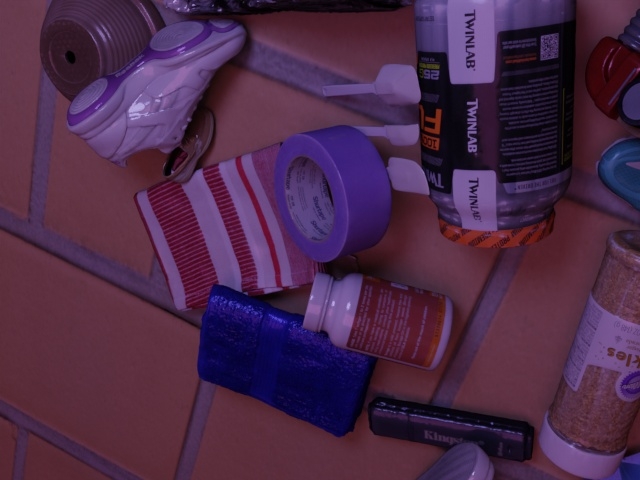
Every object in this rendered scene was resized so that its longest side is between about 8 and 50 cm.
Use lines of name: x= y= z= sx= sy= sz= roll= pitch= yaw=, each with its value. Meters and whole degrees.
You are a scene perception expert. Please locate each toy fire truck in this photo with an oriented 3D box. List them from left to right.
toy fire truck: x=0.383 y=-0.266 z=0.817 sx=0.217 sy=0.158 sz=0.246 roll=-59 pitch=40 yaw=30

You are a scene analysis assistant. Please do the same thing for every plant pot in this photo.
plant pot: x=-0.368 y=-0.302 z=1.110 sx=0.237 sy=0.110 sz=0.238 roll=8 pitch=114 yaw=18

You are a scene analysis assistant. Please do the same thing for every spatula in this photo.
spatula: x=0.073 y=-0.157 z=0.962 sx=0.242 sy=0.019 sz=0.168 roll=21 pitch=127 yaw=61

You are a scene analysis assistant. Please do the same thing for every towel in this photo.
towel: x=-0.161 y=-0.011 z=1.173 sx=0.328 sy=0.037 sz=0.237 roll=-14 pitch=100 yaw=29
towel: x=-0.066 y=0.216 z=1.185 sx=0.308 sy=0.076 sz=0.228 roll=18 pitch=130 yaw=9

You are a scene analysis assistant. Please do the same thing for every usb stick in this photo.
usb stick: x=0.215 y=0.318 z=1.161 sx=0.277 sy=0.045 sz=0.077 roll=5 pitch=114 yaw=20

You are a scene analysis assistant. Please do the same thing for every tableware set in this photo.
tableware set: x=0.000 y=0.000 z=1.133 sx=0.141 sy=0.020 sz=0.169 roll=11 pitch=114 yaw=18

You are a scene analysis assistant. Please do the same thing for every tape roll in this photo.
tape roll: x=0.014 y=-0.068 z=1.001 sx=0.189 sy=0.080 sz=0.189 roll=32 pitch=131 yaw=47

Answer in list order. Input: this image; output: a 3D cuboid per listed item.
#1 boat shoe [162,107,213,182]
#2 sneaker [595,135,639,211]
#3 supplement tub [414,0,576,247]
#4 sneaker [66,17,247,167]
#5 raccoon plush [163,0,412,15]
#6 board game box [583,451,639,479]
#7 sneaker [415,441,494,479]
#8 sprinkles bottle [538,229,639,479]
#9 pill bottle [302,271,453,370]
boat shoe: x=-0.219 y=-0.156 z=1.131 sx=0.050 sy=0.045 sz=0.135 roll=32 pitch=106 yaw=24
sneaker: x=0.481 y=-0.041 z=0.869 sx=0.275 sy=0.110 sz=0.107 roll=33 pitch=119 yaw=7
supplement tub: x=0.222 y=-0.163 z=0.877 sx=0.193 sy=0.193 sz=0.316 roll=2 pitch=111 yaw=22
sneaker: x=-0.236 y=-0.231 z=1.069 sx=0.305 sy=0.114 sz=0.152 roll=-33 pitch=133 yaw=3
raccoon plush: x=-0.045 y=-0.452 z=0.873 sx=0.446 sy=0.216 sz=0.299 roll=5 pitch=105 yaw=20
board game box: x=0.502 y=0.394 z=1.084 sx=0.168 sy=0.033 sz=0.133 roll=-31 pitch=92 yaw=24
sneaker: x=0.256 y=0.442 z=1.139 sx=0.169 sy=0.108 sz=0.293 roll=31 pitch=144 yaw=4
sprinkles bottle: x=0.415 y=0.166 z=0.974 sx=0.121 sy=0.121 sz=0.356 roll=16 pitch=116 yaw=16
pill bottle: x=0.087 y=0.118 z=1.063 sx=0.216 sy=0.121 sz=0.121 roll=15 pitch=116 yaw=0
